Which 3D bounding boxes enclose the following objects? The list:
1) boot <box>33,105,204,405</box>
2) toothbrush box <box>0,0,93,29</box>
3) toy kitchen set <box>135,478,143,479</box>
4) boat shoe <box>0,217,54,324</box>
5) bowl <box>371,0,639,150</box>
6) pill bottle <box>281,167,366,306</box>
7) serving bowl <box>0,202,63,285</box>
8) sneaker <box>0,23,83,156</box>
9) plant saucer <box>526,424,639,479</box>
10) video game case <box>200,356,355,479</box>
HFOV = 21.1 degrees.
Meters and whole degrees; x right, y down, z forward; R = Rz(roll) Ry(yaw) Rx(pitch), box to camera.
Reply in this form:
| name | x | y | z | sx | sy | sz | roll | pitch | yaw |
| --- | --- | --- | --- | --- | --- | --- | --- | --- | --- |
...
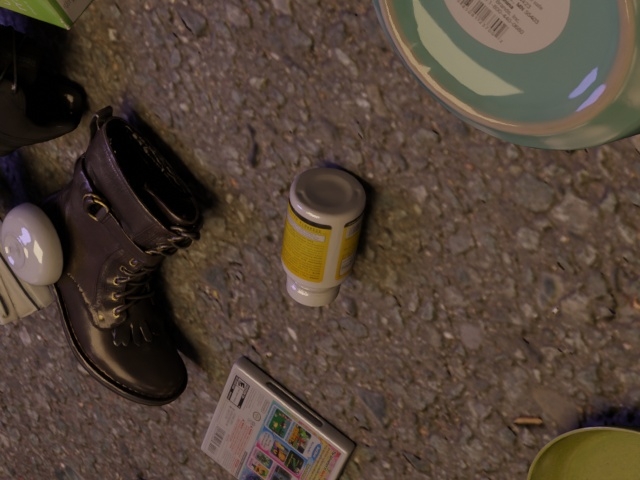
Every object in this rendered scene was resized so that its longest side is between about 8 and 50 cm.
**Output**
| name | x | y | z | sx | sy | sz | roll | pitch | yaw |
| --- | --- | --- | --- | --- | --- | --- | --- | --- | --- |
| boot | -0.175 | 0.023 | 1.619 | 0.263 | 0.091 | 0.229 | 53 | 141 | -4 |
| toothbrush box | -0.300 | -0.303 | 1.365 | 0.283 | 0.122 | 0.206 | 24 | 158 | 39 |
| toy kitchen set | -0.146 | 0.388 | 1.867 | 0.207 | 0.122 | 0.166 | 18 | 132 | 32 |
| boat shoe | -0.343 | 0.006 | 1.713 | 0.083 | 0.076 | 0.226 | 47 | 170 | 51 |
| bowl | 0.150 | -0.180 | 1.088 | 0.311 | 0.163 | 0.312 | 21 | 133 | 25 |
| pill bottle | 0.000 | 0.000 | 1.460 | 0.065 | 0.065 | 0.116 | 30 | 137 | 21 |
| serving bowl | -0.281 | 0.007 | 1.645 | 0.083 | 0.027 | 0.083 | 25 | 125 | 41 |
| sneaker | -0.322 | -0.167 | 1.530 | 0.130 | 0.109 | 0.286 | -4 | 159 | 32 |
| plant saucer | 0.283 | 0.243 | 1.424 | 0.241 | 0.037 | 0.241 | 24 | 134 | 27 |
| video game case | -0.045 | 0.205 | 1.708 | 0.143 | 0.019 | 0.157 | 37 | 139 | 13 |
